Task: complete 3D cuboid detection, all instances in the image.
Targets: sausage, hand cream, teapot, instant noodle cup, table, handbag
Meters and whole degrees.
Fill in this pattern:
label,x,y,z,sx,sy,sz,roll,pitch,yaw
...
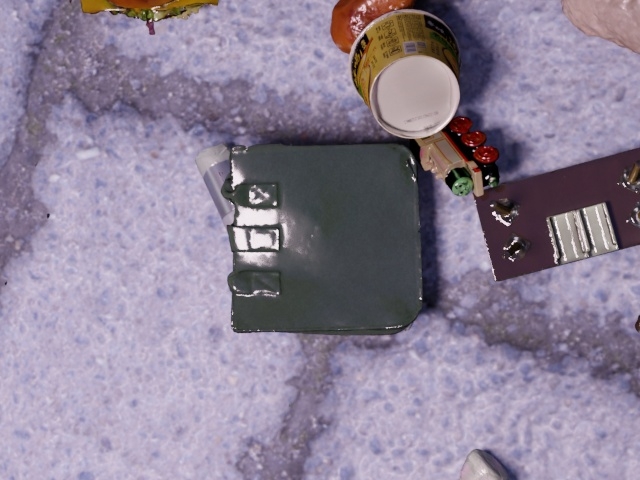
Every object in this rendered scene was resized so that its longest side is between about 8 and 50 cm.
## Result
label,x,y,z,sx,sy,sz,roll,pitch,yaw
sausage,0.085,-0.318,1.922,0.179,0.089,0.089,-45,80,8
hand cream,-0.091,-0.010,1.963,0.079,0.048,0.255,-29,85,13
teapot,0.209,0.315,1.883,0.083,0.064,0.064,37,104,-20
instant noodle cup,0.112,-0.206,1.863,0.151,0.122,0.151,0,117,-1
table,0.321,-0.035,1.848,0.240,0.111,0.121,-16,85,10
handbag,0.001,0.000,1.903,0.260,0.079,0.247,0,86,-1

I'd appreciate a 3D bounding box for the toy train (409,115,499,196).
label,x,y,z,sx,sy,sz,roll,pitch,yaw
toy train,0.175,-0.106,1.878,0.087,0.050,0.138,-22,43,-11

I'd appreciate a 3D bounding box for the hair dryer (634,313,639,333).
label,x,y,z,sx,sy,sz,roll,pitch,yaw
hair dryer,0.551,-0.013,1.807,0.203,0.128,0.362,24,84,12

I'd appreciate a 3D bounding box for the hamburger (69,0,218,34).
label,x,y,z,sx,sy,sz,roll,pitch,yaw
hamburger,-0.221,-0.399,1.960,0.262,0.139,0.243,3,86,11

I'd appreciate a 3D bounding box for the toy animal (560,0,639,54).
label,x,y,z,sx,sy,sz,roll,pitch,yaw
toy animal,0.485,-0.311,1.791,0.358,0.188,0.226,25,97,11
